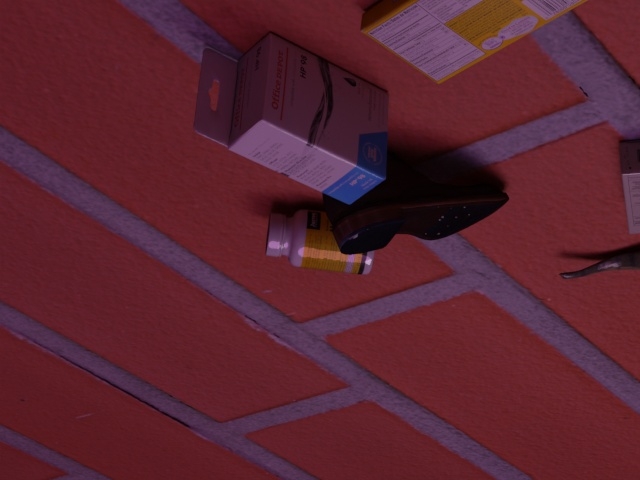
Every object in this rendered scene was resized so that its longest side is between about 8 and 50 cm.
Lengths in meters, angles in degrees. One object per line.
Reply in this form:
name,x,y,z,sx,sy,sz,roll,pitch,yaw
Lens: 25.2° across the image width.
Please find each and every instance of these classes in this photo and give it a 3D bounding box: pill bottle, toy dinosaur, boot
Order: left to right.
pill bottle,0.000,0.000,1.566,0.116,0.065,0.065,6,148,-5
boot,0.093,-0.058,1.468,0.219,0.106,0.082,-10,155,-36
toy dinosaur,0.412,0.033,1.586,0.268,0.064,0.118,-14,137,31

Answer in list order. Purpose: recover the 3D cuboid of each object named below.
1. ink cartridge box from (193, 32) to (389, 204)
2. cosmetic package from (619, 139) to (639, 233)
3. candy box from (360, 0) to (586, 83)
ink cartridge box,-0.024,-0.119,1.338,0.180,0.104,0.060,23,144,-29
cosmetic package,0.338,-0.055,1.463,0.060,0.041,0.115,-4,148,12
candy box,0.143,-0.210,1.247,0.105,0.027,0.206,32,139,-33
